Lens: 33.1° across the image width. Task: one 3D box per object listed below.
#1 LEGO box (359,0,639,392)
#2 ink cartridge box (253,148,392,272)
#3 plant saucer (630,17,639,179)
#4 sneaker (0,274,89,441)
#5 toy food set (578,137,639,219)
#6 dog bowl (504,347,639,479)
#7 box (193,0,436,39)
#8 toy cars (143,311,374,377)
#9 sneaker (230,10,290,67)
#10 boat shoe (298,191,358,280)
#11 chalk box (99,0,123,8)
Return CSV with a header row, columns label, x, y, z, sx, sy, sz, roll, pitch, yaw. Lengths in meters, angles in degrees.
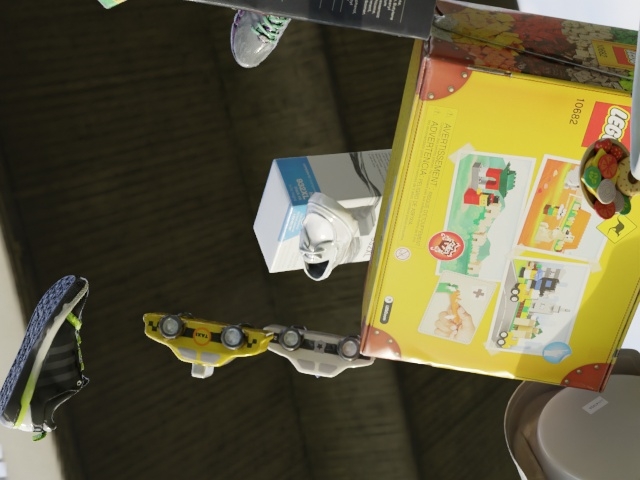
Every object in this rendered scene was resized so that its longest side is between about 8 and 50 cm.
label,x,y,z,sx,sy,sz,roll,pitch,yaw
LEGO box,0.279,-0.051,1.518,0.193,0.372,0.500,-83,3,-55
ink cartridge box,0.042,-0.062,2.200,0.307,0.223,0.129,-7,-127,-22
plant saucer,0.290,-0.145,0.788,0.400,0.100,0.400,5,-90,-78
sneaker,-0.356,0.159,1.465,0.097,0.084,0.235,25,-85,-27
toy food set,0.295,-0.063,1.095,0.083,0.020,0.082,44,-110,-24
dog bowl,0.456,0.312,1.628,0.349,0.349,0.102,-58,-35,-49
box,-0.048,-0.380,1.379,0.312,0.343,0.179,5,-76,-20
toy cars,-0.085,0.172,1.651,0.393,0.176,0.087,9,-90,-34
sneaker,-0.077,-0.367,1.715,0.083,0.224,0.098,21,-156,-20
boat shoe,0.000,0.000,1.313,0.063,0.066,0.184,-56,-6,-17
chalk box,-0.355,-0.551,1.723,0.289,0.179,0.180,45,-126,-33
